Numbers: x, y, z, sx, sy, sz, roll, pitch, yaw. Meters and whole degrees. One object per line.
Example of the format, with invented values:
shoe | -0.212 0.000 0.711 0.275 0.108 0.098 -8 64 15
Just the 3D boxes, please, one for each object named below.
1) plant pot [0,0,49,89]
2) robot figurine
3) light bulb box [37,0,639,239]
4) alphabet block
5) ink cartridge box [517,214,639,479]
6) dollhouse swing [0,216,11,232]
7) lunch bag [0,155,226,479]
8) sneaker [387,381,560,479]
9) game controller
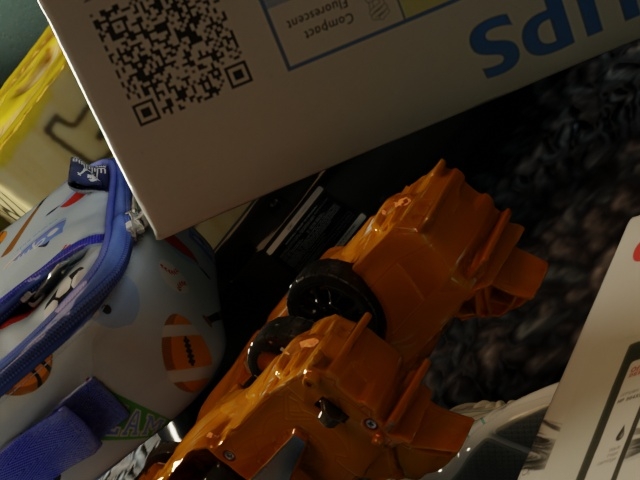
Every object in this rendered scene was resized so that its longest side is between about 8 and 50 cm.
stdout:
plant pot | -0.194 -0.234 1.399 0.248 0.252 0.247 -45 21 16
robot figurine | -0.025 0.101 0.647 0.291 0.085 0.211 -51 2 43
light bulb box | -0.002 -0.252 0.729 0.358 0.361 0.225 -23 23 1
alphabet block | -0.134 -0.067 1.074 0.193 0.197 0.192 -56 22 -13
ink cartridge box | 0.134 0.080 0.432 0.148 0.086 0.203 -18 39 55
dollhouse swing | -0.424 0.091 1.313 0.305 0.315 0.347 -28 24 3
lunch bag | -0.185 0.086 0.819 0.303 0.115 0.243 -40 18 9
sneaker | 0.072 0.086 0.598 0.152 0.053 0.061 -36 22 35
game controller | 0.000 0.000 0.903 0.319 0.067 0.166 -52 35 -1
